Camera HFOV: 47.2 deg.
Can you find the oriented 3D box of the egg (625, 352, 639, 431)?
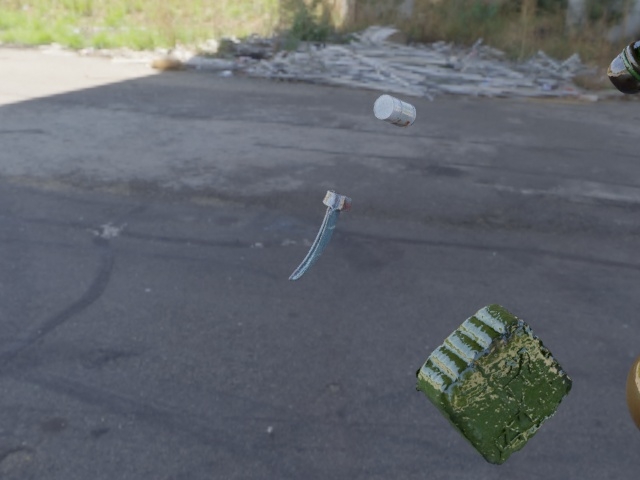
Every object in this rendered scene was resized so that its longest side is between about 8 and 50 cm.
[{"bbox_3d":[0.807,0.316,1.522,0.351,0.282,0.282,-14,26,-23],"label":"egg"}]

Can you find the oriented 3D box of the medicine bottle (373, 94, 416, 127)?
[{"bbox_3d":[0.164,-0.283,1.605,0.057,0.057,0.089,21,8,38],"label":"medicine bottle"}]

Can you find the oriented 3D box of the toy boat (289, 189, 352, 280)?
[{"bbox_3d":[0.000,0.001,0.863,0.034,0.122,0.096,24,5,2],"label":"toy boat"}]

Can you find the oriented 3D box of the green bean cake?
[{"bbox_3d":[0.278,0.226,1.170,0.200,0.214,0.113,-43,28,-7],"label":"green bean cake"}]

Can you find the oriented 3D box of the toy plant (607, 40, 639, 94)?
[{"bbox_3d":[0.621,-0.344,1.359,0.093,0.092,0.162,-17,-14,-38],"label":"toy plant"}]
